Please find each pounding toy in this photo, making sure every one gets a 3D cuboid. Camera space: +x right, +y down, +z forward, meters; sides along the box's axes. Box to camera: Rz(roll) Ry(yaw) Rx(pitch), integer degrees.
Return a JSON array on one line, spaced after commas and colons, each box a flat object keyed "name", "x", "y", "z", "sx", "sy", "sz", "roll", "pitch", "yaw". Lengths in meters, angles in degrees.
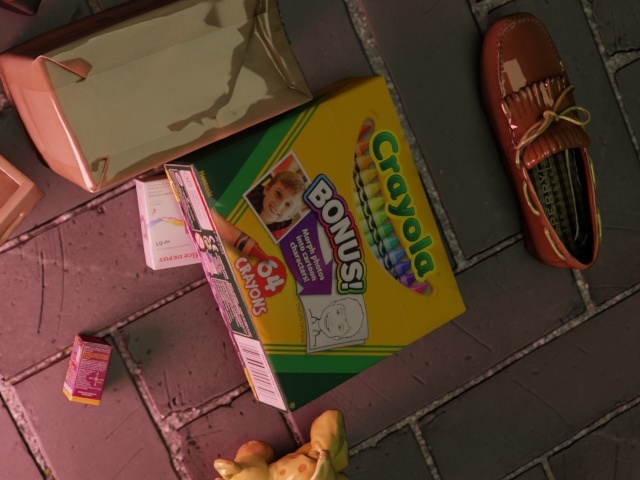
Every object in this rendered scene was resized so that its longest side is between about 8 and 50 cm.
[{"name": "pounding toy", "x": -0.489, "y": -0.060, "z": 1.762, "sx": 0.206, "sy": 0.094, "sz": 0.181, "roll": 39, "pitch": 84, "yaw": 4}]

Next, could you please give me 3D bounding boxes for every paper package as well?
[{"name": "paper package", "x": -0.211, "y": -0.205, "z": 1.709, "sx": 0.309, "sy": 0.325, "sz": 0.168, "roll": -25, "pitch": 106, "yaw": -15}]

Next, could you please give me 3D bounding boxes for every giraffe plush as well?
[{"name": "giraffe plush", "x": -0.057, "y": 0.337, "z": 1.940, "sx": 0.170, "sy": 0.210, "sz": 0.181, "roll": -1, "pitch": 103, "yaw": 10}]

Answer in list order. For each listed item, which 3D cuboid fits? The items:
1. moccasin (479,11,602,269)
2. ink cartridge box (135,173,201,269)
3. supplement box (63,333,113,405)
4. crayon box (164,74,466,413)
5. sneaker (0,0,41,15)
[{"name": "moccasin", "x": 0.322, "y": -0.138, "z": 1.993, "sx": 0.139, "sy": 0.147, "sz": 0.380, "roll": -14, "pitch": 102, "yaw": -17}, {"name": "ink cartridge box", "x": -0.196, "y": -0.027, "z": 1.883, "sx": 0.088, "sy": 0.052, "sz": 0.122, "roll": -10, "pitch": 102, "yaw": -18}, {"name": "supplement box", "x": -0.313, "y": 0.173, "z": 1.872, "sx": 0.043, "sy": 0.055, "sz": 0.083, "roll": 12, "pitch": 95, "yaw": -21}, {"name": "crayon box", "x": 0.000, "y": 0.000, "z": 1.898, "sx": 0.313, "sy": 0.106, "sz": 0.363, "roll": -28, "pitch": 106, "yaw": -25}, {"name": "sneaker", "x": -0.415, "y": -0.380, "z": 1.678, "sx": 0.270, "sy": 0.090, "sz": 0.145, "roll": 23, "pitch": 84, "yaw": -63}]
